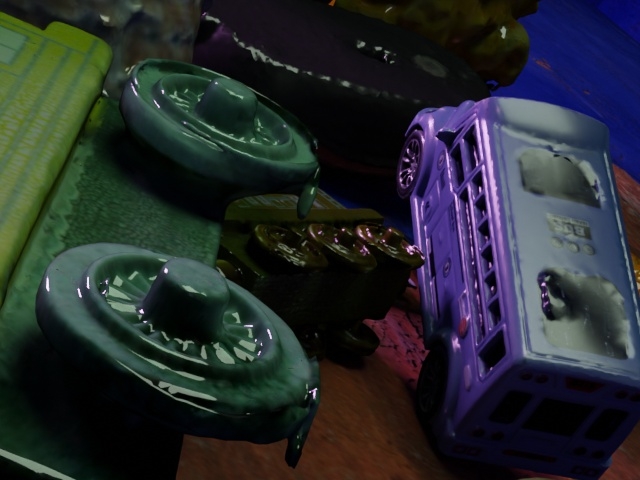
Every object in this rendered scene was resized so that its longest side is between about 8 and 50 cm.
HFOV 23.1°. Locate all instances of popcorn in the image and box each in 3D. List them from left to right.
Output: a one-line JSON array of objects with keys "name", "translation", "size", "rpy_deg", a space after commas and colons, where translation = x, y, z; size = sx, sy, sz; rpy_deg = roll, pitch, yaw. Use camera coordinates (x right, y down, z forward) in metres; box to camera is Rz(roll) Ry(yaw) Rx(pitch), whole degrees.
[{"name": "popcorn", "translation": [0.090, -0.304, 1.706], "size": [0.321, 0.290, 0.325], "rpy_deg": [23, 39, -32]}]

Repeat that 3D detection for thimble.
[{"name": "thimble", "translation": [-0.176, -0.138, 0.954], "size": [0.229, 0.148, 0.196], "rpy_deg": [17, 11, 30]}]

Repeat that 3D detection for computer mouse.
[{"name": "computer mouse", "translation": [0.010, -0.125, 1.359], "size": [0.323, 0.116, 0.183], "rpy_deg": [12, 28, -30]}]

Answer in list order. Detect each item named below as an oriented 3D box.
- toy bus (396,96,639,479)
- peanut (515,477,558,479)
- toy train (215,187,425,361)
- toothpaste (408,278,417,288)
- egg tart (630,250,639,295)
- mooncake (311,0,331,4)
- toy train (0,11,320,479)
[{"name": "toy bus", "translation": [0.135, 0.006, 1.041], "size": [0.125, 0.133, 0.292], "rpy_deg": [12, 47, -16]}, {"name": "peanut", "translation": [0.143, 0.178, 0.826], "size": [0.187, 0.082, 0.082], "rpy_deg": [26, 19, -15]}, {"name": "toy train", "translation": [-0.033, 0.009, 0.979], "size": [0.137, 0.090, 0.225], "rpy_deg": [37, 18, 26]}, {"name": "toothpaste", "translation": [0.000, 0.000, 1.153], "size": [0.170, 0.028, 0.045], "rpy_deg": [22, 13, -34]}, {"name": "egg tart", "translation": [0.181, 0.026, 1.258], "size": [0.241, 0.106, 0.241], "rpy_deg": [31, 16, -10]}, {"name": "mooncake", "translation": [-0.069, -0.325, 1.479], "size": [0.284, 0.284, 0.155], "rpy_deg": [9, 29, -51]}, {"name": "toy train", "translation": [-0.151, 0.013, 0.658], "size": [0.272, 0.179, 0.442], "rpy_deg": [22, 20, -9]}]
